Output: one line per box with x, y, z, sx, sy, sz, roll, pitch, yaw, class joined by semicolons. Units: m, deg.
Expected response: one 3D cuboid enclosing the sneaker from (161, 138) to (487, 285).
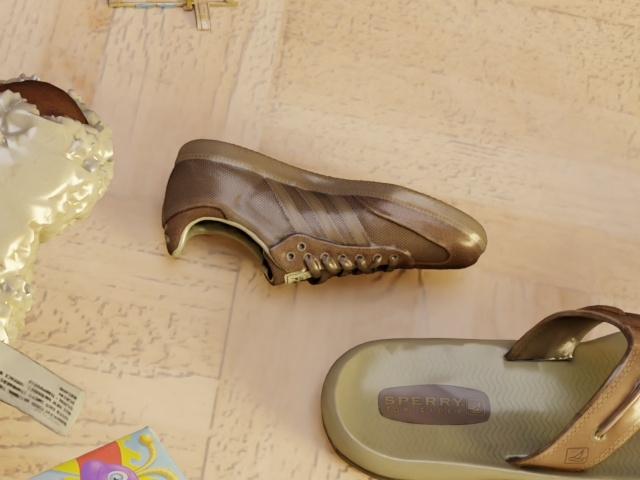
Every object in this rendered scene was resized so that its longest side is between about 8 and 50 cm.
0.000;0.000;1.040;0.188;0.066;0.071;15;73;2;sneaker

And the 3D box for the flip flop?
0.139;0.079;0.988;0.277;0.080;0.112;0;54;-3;flip flop

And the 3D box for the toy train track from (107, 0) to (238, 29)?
-0.093;-0.156;1.134;0.083;0.014;0.048;-3;59;-14;toy train track

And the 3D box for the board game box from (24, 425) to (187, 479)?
-0.164;0.217;0.775;0.275;0.142;0.144;-21;61;-36;board game box

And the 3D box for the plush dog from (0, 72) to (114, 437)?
-0.238;0.034;0.869;0.262;0.225;0.211;-8;93;-23;plush dog
